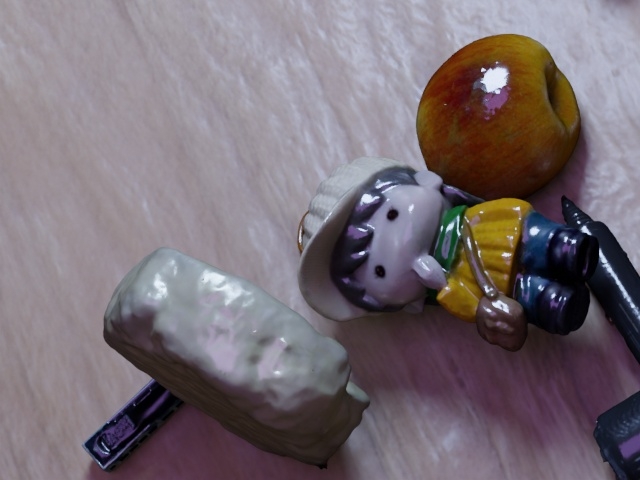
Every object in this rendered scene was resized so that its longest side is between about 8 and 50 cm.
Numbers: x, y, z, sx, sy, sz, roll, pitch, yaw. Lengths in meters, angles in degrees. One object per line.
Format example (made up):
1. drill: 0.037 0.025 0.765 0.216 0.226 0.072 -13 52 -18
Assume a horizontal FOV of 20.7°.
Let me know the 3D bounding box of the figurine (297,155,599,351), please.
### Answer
1. figurine: 0.138 0.016 1.939 0.332 0.204 0.185 11 95 10

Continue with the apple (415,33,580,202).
1. apple: 0.196 -0.139 1.997 0.173 0.160 0.195 -20 60 34

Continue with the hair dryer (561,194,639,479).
1. hair dryer: 0.332 0.097 1.911 0.189 0.107 0.352 -34 59 7

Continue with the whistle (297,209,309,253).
1. whistle: 0.004 0.003 2.070 0.046 0.057 0.109 16 62 -24

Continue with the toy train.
1. toy train: -0.189 0.187 2.060 0.207 0.047 0.043 -44 71 0

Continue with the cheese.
1. cheese: -0.088 0.132 1.896 0.318 0.326 0.115 22 75 35
